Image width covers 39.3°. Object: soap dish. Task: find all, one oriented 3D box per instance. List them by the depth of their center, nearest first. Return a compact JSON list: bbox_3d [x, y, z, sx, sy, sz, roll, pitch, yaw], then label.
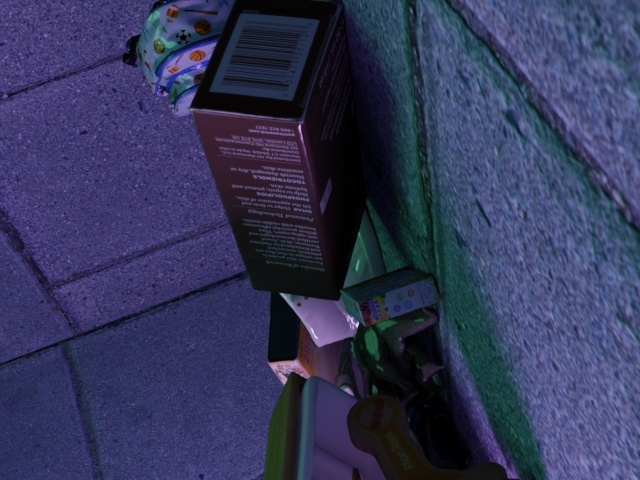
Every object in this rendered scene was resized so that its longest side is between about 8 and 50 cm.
[{"bbox_3d":[0.026,0.345,1.208,0.229,0.118,0.290,34,-149,-21],"label":"soap dish"}]

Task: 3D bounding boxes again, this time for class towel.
[{"bbox_3d":[0.090,0.296,1.699,0.325,0.038,0.247,-67,-38,-67],"label":"towel"}]

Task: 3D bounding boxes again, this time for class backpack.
[{"bbox_3d":[-0.209,-0.356,1.645,0.213,0.277,0.263,63,166,8],"label":"backpack"}]

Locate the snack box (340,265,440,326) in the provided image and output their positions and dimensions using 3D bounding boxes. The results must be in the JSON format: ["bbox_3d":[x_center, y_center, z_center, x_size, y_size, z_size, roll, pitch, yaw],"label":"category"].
[{"bbox_3d":[0.087,0.070,1.157,0.141,0.100,0.037,-153,44,-82],"label":"snack box"}]

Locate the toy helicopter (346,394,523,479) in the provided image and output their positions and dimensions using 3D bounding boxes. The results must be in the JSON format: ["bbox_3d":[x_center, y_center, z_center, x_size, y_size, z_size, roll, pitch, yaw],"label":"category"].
[{"bbox_3d":[0.108,0.315,1.079,0.355,0.235,0.140,-127,17,-55],"label":"toy helicopter"}]

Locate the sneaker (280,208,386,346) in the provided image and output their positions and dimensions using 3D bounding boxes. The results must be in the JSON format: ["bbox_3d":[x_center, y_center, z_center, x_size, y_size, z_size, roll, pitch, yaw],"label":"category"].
[{"bbox_3d":[0.007,0.034,1.423,0.108,0.169,0.292,-123,15,-71],"label":"sneaker"}]

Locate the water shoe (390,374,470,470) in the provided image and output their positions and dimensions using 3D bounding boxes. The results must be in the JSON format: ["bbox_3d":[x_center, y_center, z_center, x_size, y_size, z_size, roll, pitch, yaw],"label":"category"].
[{"bbox_3d":[0.166,0.263,1.347,0.203,0.073,0.080,61,150,26],"label":"water shoe"}]

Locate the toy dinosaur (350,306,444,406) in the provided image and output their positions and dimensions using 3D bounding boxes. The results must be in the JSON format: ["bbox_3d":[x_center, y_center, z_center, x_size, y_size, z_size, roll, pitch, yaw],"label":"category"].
[{"bbox_3d":[0.097,0.153,1.267,0.160,0.121,0.313,52,171,23],"label":"toy dinosaur"}]

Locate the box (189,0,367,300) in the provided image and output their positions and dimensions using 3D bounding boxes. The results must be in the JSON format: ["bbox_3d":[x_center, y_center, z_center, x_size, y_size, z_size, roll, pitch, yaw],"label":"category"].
[{"bbox_3d":[-0.036,-0.101,1.146,0.381,0.143,0.191,80,-158,-56],"label":"box"}]

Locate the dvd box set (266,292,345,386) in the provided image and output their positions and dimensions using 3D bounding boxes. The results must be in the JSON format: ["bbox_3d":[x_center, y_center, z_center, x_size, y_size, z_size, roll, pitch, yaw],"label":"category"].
[{"bbox_3d":[0.003,0.194,1.699,0.420,0.062,0.307,62,-157,-51],"label":"dvd box set"}]

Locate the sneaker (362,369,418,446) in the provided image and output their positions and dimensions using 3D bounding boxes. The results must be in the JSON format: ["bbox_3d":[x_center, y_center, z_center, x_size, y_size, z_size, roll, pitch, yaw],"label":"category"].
[{"bbox_3d":[0.125,0.295,1.472,0.319,0.112,0.131,-122,12,-70],"label":"sneaker"}]
